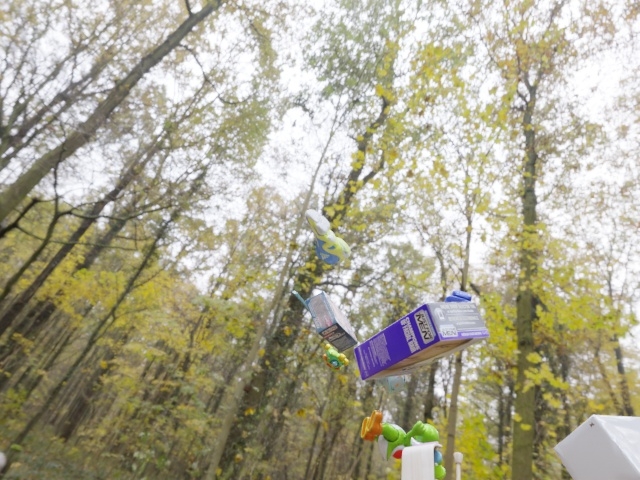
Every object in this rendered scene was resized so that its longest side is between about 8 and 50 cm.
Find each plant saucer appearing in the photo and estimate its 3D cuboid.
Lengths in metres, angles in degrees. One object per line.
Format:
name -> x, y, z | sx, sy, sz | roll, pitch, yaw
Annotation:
plant saucer -> -0.077, 0.335, 2.098 | 0.192, 0.018, 0.067 | 50, -10, -14

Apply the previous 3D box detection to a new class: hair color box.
hair color box -> 0.265, 0.285, 1.120 | 0.185, 0.110, 0.339 | 5, -36, -31
hair color box -> 0.060, 0.394, 1.919 | 0.105, 0.173, 0.347 | -30, -35, 5

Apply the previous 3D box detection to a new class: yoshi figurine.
yoshi figurine -> 0.383, 0.875, 1.824 | 0.363, 0.202, 0.203 | 25, 6, 1

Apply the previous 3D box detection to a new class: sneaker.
sneaker -> 0.000, 0.000, 1.565 | 0.240, 0.091, 0.126 | 50, -57, 4

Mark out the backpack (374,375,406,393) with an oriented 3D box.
backpack -> 0.319, 0.617, 1.887 | 0.145, 0.188, 0.165 | -13, -37, -10

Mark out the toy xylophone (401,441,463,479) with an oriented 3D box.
toy xylophone -> 0.352, 0.794, 1.281 | 0.236, 0.322, 0.081 | -21, -56, 38

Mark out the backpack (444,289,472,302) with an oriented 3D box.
backpack -> 0.444, 0.221, 1.299 | 0.098, 0.101, 0.120 | 23, -17, 22

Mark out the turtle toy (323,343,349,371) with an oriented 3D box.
turtle toy -> 0.055, 0.465, 1.562 | 0.095, 0.066, 0.130 | 27, -23, 36

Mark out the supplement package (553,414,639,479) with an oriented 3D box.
supplement package -> 0.842, 0.607, 1.103 | 0.293, 0.177, 0.175 | 13, -58, -21
